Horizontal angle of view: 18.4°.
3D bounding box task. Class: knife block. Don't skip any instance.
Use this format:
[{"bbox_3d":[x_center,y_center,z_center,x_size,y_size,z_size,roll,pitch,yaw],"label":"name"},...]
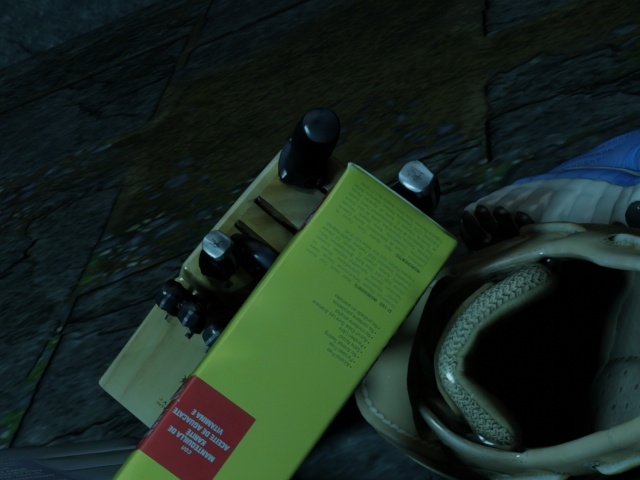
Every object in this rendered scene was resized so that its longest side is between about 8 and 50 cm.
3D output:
[{"bbox_3d":[0.000,0.000,1.019,0.242,0.088,0.275,-50,-1,33],"label":"knife block"}]

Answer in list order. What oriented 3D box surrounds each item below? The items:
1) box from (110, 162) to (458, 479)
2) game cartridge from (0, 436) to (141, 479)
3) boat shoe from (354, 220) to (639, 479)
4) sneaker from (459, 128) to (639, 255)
[{"bbox_3d":[-0.038,0.081,0.791,0.232,0.058,0.087,-53,0,-14],"label":"box"},{"bbox_3d":[-0.201,0.146,0.894,0.355,0.068,0.230,-4,1,-29],"label":"game cartridge"},{"bbox_3d":[0.092,0.043,0.820,0.110,0.121,0.341,9,-11,-27],"label":"boat shoe"},{"bbox_3d":[0.205,-0.013,0.912,0.147,0.129,0.330,-36,21,-22],"label":"sneaker"}]
